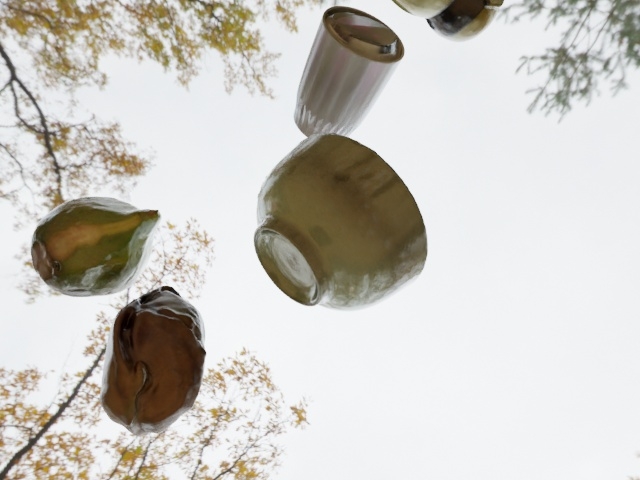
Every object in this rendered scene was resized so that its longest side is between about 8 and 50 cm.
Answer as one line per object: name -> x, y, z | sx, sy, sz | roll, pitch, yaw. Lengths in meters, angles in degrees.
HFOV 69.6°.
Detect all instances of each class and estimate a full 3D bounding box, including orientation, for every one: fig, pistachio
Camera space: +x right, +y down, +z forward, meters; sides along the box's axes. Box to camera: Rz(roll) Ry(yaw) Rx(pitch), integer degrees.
fig -> -0.381, -0.001, 0.848 | 0.274, 0.206, 0.206 | -18, -116, 26
pistachio -> -0.207, 0.143, 0.597 | 0.130, 0.165, 0.210 | -10, -140, 4

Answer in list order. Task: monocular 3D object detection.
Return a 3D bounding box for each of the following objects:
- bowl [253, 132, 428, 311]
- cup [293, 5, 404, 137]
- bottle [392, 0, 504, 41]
bowl -> 0.000, 0.000, 0.856 | 0.354, 0.354, 0.185 | 42, -122, 17
cup -> 0.066, -0.491, 1.404 | 0.253, 0.372, 0.254 | 13, -128, -17
bottle -> 0.192, -0.514, 0.849 | 0.351, 0.171, 0.172 | 28, -115, -25
